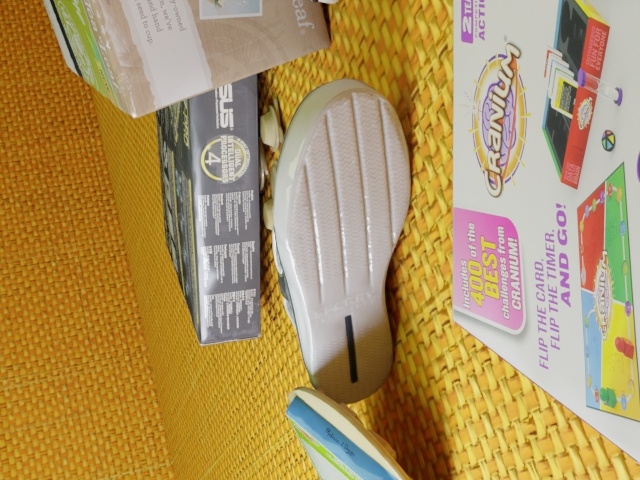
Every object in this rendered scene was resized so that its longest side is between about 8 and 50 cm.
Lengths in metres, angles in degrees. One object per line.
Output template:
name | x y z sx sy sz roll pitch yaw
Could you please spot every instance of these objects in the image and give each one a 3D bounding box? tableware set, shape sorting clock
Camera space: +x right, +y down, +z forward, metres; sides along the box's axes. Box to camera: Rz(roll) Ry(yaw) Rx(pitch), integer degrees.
tableware set | -0.059 -0.080 1.144 0.168 0.020 0.141 115 145 -65
shape sorting clock | 0.042 0.218 0.886 0.206 0.040 0.206 43 160 19

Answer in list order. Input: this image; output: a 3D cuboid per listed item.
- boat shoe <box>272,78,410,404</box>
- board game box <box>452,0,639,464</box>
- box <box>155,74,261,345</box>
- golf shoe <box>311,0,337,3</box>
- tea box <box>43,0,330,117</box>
boat shoe | 0.000 0.000 0.857 0.119 0.121 0.335 -129 32 -48
board game box | 0.165 -0.017 0.459 0.316 0.064 0.242 -139 43 -62
box | -0.162 -0.105 1.296 0.318 0.097 0.395 -122 29 -60
golf shoe | 0.018 -0.238 0.789 0.198 0.077 0.094 -119 12 -54
tea box | -0.181 -0.337 0.954 0.323 0.220 0.329 35 144 59
